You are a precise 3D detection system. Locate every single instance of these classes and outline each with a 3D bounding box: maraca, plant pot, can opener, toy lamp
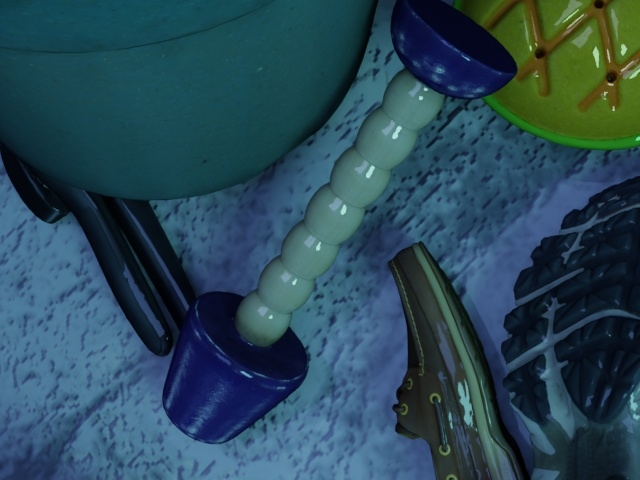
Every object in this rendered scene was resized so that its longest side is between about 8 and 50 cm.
[{"bbox_3d":[0.161,-0.106,0.708,0.185,0.099,0.127,19,87,6],"label":"maraca"},{"bbox_3d":[-0.095,-0.189,0.633,0.341,0.334,0.341,0,71,1],"label":"plant pot"},{"bbox_3d":[-0.125,-0.015,0.795,0.059,0.073,0.186,-30,77,-32],"label":"can opener"},{"bbox_3d":[0.000,0.000,0.709,0.080,0.080,0.275,44,116,15],"label":"toy lamp"}]

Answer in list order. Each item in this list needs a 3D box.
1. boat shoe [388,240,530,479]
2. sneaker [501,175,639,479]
[{"bbox_3d":[0.067,0.089,0.722,0.060,0.064,0.178,-20,81,9],"label":"boat shoe"},{"bbox_3d":[0.164,0.102,0.687,0.110,0.122,0.283,-12,56,46],"label":"sneaker"}]
